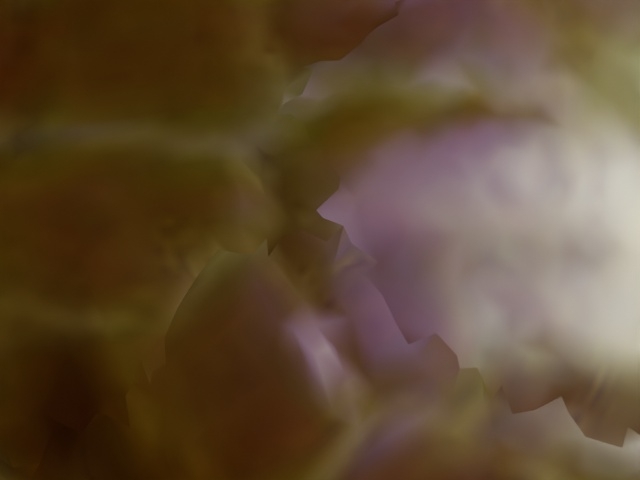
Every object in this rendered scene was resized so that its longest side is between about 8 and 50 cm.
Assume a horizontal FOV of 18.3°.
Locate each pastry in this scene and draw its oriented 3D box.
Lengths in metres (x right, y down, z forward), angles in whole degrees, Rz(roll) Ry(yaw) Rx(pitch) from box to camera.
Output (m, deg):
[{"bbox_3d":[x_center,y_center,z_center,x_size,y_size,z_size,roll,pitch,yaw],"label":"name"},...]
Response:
[{"bbox_3d":[0.000,0.000,0.518,0.389,0.313,0.388,17,56,-27],"label":"pastry"}]
